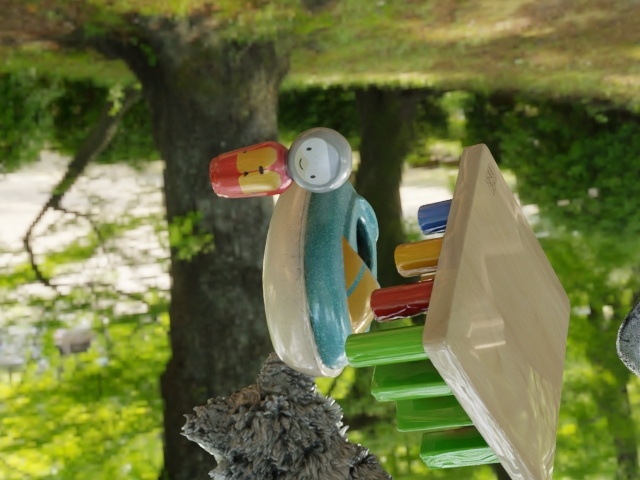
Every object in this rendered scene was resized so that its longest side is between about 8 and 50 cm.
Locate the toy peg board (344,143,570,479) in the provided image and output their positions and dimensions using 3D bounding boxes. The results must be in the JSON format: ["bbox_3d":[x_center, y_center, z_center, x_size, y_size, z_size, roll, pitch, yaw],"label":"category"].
[{"bbox_3d":[0.088,0.055,0.716,0.079,0.160,0.161,-11,132,29],"label":"toy peg board"}]

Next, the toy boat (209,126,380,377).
[{"bbox_3d":[0.000,0.000,1.263,0.148,0.267,0.318,-9,141,16],"label":"toy boat"}]

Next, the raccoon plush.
[{"bbox_3d":[0.041,0.268,1.225,0.216,0.299,0.446,-34,-170,-35],"label":"raccoon plush"}]

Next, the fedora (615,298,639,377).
[{"bbox_3d":[0.444,0.020,1.138,0.334,0.152,0.334,-4,141,-4],"label":"fedora"}]
